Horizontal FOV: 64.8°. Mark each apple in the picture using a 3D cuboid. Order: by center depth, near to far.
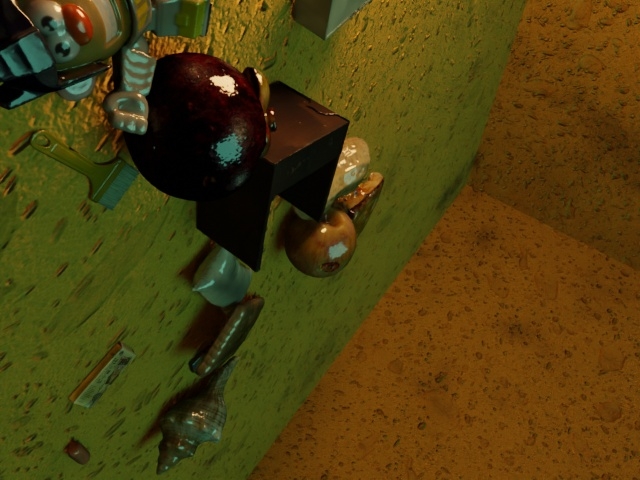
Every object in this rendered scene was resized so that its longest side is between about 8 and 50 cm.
[{"bbox_3d":[0.000,0.000,1.478,0.211,0.211,0.188,-37,153,-45],"label":"apple"}]

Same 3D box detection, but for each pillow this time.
[{"bbox_3d":[-0.235,0.091,1.242,0.144,0.078,0.254,-56,162,-14],"label":"pillow"}]

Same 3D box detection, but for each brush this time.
[{"bbox_3d":[-0.358,-0.113,0.767,0.083,0.011,0.205,-55,159,-5],"label":"brush"}]

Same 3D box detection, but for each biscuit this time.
[{"bbox_3d":[-0.238,0.262,1.415,0.217,0.044,0.325,-57,176,-2],"label":"biscuit"},{"bbox_3d":[-0.335,0.347,1.458,0.120,0.019,0.130,-63,159,12],"label":"biscuit"}]

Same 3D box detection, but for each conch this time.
[{"bbox_3d":[-0.345,0.523,1.489,0.386,0.170,0.203,-36,176,-42],"label":"conch"}]

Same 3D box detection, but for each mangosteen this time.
[{"bbox_3d":[-0.170,-0.178,0.789,0.265,0.228,0.228,-24,142,-44],"label":"mangosteen"}]

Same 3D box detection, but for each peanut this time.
[{"bbox_3d":[0.027,-0.173,1.389,0.313,0.149,0.149,-43,155,-37],"label":"peanut"}]

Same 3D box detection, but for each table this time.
[{"bbox_3d":[-0.110,-0.136,1.060,0.250,0.196,0.282,-41,156,-42],"label":"table"}]

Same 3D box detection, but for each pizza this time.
[{"bbox_3d":[0.086,-0.066,1.714,0.409,0.114,0.277,-60,161,2],"label":"pizza"}]

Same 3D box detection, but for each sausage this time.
[{"bbox_3d":[-0.546,0.482,1.140,0.034,0.034,0.083,-45,156,-32],"label":"sausage"}]

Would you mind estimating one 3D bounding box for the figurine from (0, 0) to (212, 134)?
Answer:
[{"bbox_3d":[-0.269,-0.263,0.566,0.308,0.143,0.309,0,90,-39],"label":"figurine"}]

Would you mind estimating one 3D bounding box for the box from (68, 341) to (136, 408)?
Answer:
[{"bbox_3d":[-0.462,0.289,1.080,0.149,0.020,0.073,-52,158,-18],"label":"box"}]

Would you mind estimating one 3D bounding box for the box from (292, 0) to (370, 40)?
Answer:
[{"bbox_3d":[0.050,-0.522,0.993,0.225,0.086,0.129,-48,169,-26],"label":"box"}]
